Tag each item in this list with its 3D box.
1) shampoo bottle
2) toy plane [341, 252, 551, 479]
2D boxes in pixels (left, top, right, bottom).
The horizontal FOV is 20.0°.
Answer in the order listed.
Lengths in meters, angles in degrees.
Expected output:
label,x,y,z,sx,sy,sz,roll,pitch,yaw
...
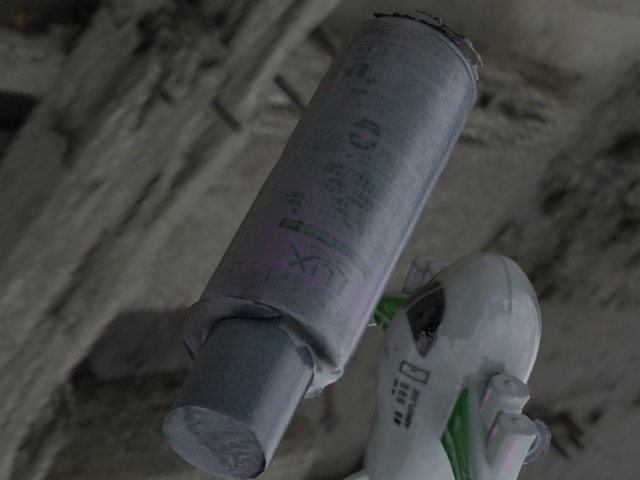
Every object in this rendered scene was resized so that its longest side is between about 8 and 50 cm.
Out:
label,x,y,z,sx,sy,sz,roll,pitch,yaw
shampoo bottle,0.000,0.000,0.739,0.072,0.072,0.214,97,17,-53
toy plane,0.057,0.081,0.920,0.080,0.174,0.174,11,127,-23
